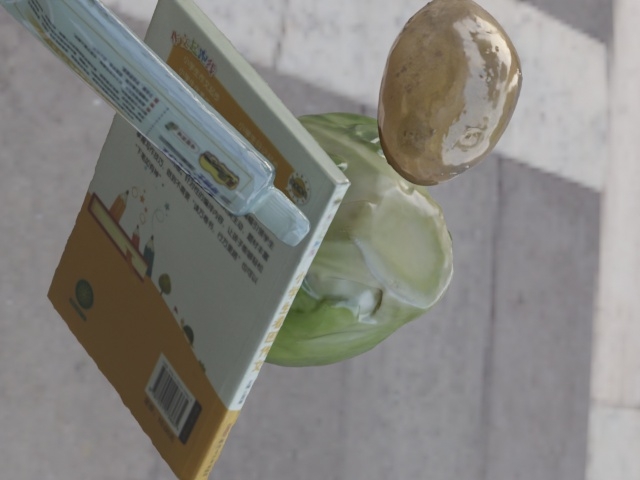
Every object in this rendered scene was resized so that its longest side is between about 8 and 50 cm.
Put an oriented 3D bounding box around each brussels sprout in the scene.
[{"bbox_3d":[0.000,0.000,1.497,0.219,0.271,0.210,-19,102,-29],"label":"brussels sprout"}]

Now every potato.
[{"bbox_3d":[0.094,-0.109,1.308,0.112,0.112,0.147,47,56,-48],"label":"potato"}]

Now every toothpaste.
[{"bbox_3d":[-0.104,-0.088,1.067,0.255,0.067,0.037,42,52,0],"label":"toothpaste"}]

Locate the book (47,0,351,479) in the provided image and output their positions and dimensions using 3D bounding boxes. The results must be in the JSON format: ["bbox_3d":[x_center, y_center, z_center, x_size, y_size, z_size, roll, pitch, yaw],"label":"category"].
[{"bbox_3d":[-0.095,0.003,1.213,0.020,0.208,0.295,-11,141,-40],"label":"book"}]
